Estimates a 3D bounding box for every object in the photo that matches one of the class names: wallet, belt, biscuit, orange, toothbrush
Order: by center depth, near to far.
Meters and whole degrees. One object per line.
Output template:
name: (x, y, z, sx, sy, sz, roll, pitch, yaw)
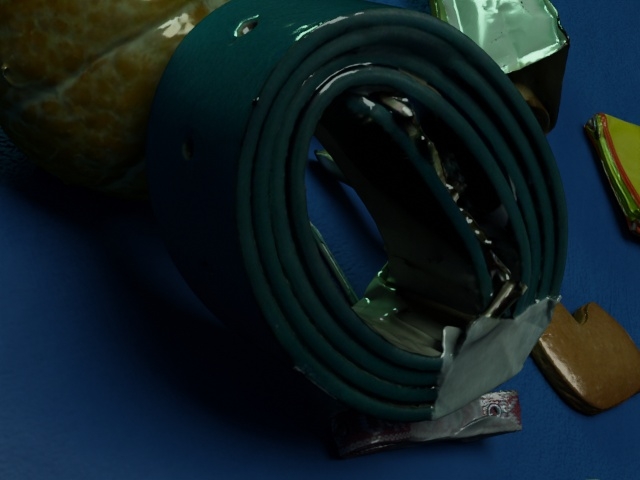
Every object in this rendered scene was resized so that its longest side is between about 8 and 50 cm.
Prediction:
belt: (0.044, -0.020, 0.888, 0.300, 0.173, 0.436, -51, 127, -9)
orange: (-0.165, -0.198, 0.936, 0.329, 0.249, 0.329, 17, 64, -38)
belt: (0.106, 0.181, 1.029, 0.232, 0.071, 0.053, 2, 64, -37)
toothbrush: (0.000, 0.000, 1.125, 0.014, 0.011, 0.167, -10, 65, -51)
biscuit: (0.331, 0.124, 1.294, 0.192, 0.036, 0.186, -11, 64, -47)
wallet: (0.502, -0.091, 1.607, 0.141, 0.067, 0.241, 13, 45, -27)

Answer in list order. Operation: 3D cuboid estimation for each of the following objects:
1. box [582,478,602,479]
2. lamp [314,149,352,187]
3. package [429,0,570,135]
box: (0.301, 0.301, 1.085, 0.122, 0.089, 0.062, 21, 57, -27)
lamp: (0.127, -0.082, 1.252, 0.203, 0.124, 0.283, 34, 40, 17)
package: (0.235, -0.321, 1.518, 0.165, 0.221, 0.311, -11, 60, -1)
